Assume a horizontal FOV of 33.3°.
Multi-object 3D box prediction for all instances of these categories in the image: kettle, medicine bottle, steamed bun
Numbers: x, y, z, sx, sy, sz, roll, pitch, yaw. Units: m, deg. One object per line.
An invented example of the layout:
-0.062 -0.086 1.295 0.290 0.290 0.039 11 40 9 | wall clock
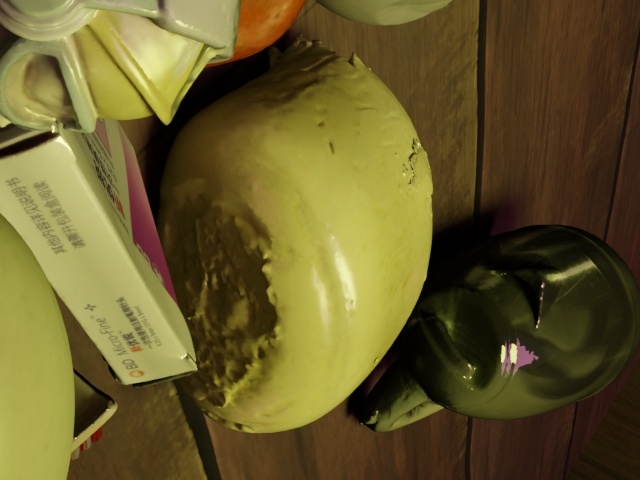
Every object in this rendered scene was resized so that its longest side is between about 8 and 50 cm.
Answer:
0.186 0.125 1.266 0.321 0.228 0.324 -42 161 30 | kettle
-0.131 -0.039 0.539 0.052 0.171 0.201 -21 143 -2 | medicine bottle
0.000 0.000 0.798 0.232 0.166 0.272 -29 131 -50 | steamed bun

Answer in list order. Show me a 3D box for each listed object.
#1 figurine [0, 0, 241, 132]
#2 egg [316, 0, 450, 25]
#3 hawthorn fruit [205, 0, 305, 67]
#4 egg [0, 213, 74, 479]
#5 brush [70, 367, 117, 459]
-0.115 -0.116 0.362 0.128 0.184 0.208 -154 -109 -80 | figurine
0.038 -0.238 0.657 0.176 0.176 0.231 -44 151 -36 | egg
-0.074 -0.153 0.579 0.138 0.133 0.133 -44 149 -16 | hawthorn fruit
-0.214 0.084 0.416 0.269 0.219 0.219 -35 161 18 | egg
-0.252 0.187 0.635 0.321 0.060 0.050 -40 156 -41 | brush
